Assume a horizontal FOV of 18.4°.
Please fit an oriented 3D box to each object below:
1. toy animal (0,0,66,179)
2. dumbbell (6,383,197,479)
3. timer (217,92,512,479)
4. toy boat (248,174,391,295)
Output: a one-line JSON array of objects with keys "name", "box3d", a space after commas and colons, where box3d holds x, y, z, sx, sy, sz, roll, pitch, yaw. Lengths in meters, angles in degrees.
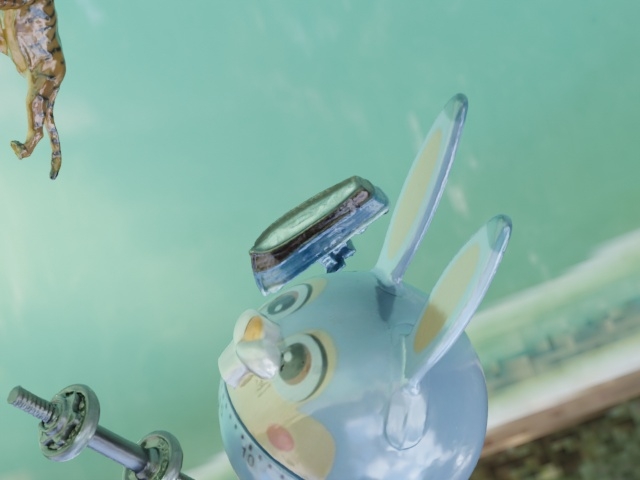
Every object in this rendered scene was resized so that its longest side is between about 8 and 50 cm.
[{"name": "toy animal", "box3d": [-0.284, -0.180, 1.938, 0.116, 0.114, 0.255, -26, 129, -26]}, {"name": "dumbbell", "box3d": [-0.206, 0.201, 1.943, 0.081, 0.082, 0.254, -26, 136, 34]}, {"name": "timer", "box3d": [0.018, 0.059, 1.117, 0.175, 0.175, 0.255, -16, 134, -16]}, {"name": "toy boat", "box3d": [0.000, 0.000, 1.678, 0.137, 0.061, 0.060, -34, -148, 6]}]
